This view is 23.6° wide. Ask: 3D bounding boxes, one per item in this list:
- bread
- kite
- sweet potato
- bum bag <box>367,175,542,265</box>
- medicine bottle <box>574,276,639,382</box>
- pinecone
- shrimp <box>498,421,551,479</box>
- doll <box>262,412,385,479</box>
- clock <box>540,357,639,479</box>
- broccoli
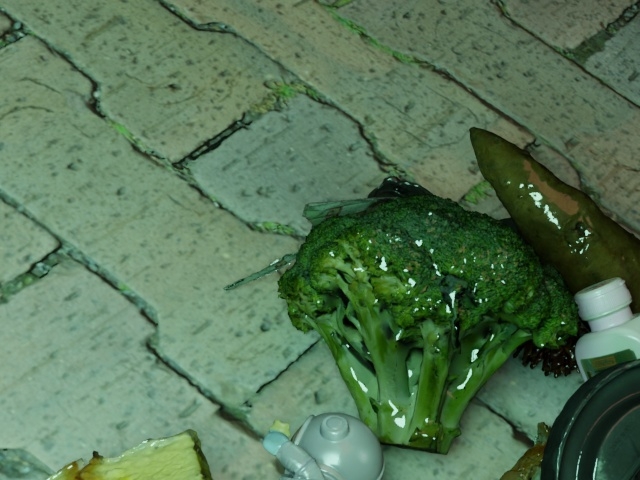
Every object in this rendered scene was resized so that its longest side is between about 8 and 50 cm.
[{"bbox_3d":[-0.215,0.246,1.385,0.240,0.135,0.178,-22,53,-5],"label":"bread"},{"bbox_3d":[0.001,0.001,1.748,0.250,0.229,0.012,-26,66,2],"label":"kite"},{"bbox_3d":[0.329,0.022,1.874,0.422,0.130,0.130,45,43,-8],"label":"sweet potato"},{"bbox_3d":[0.185,0.000,1.915,0.326,0.079,0.142,13,48,-18],"label":"bum bag"},{"bbox_3d":[0.360,0.154,1.768,0.078,0.115,0.219,-23,91,-38],"label":"medicine bottle"},{"bbox_3d":[0.274,0.115,1.844,0.109,0.102,0.102,50,40,-16],"label":"pinecone"},{"bbox_3d":[0.244,0.271,1.710,0.091,0.043,0.184,23,44,1],"label":"shrimp"},{"bbox_3d":[-0.011,0.275,1.511,0.151,0.151,0.287,28,40,0],"label":"doll"},{"bbox_3d":[0.370,0.264,1.666,0.281,0.055,0.280,2,83,-18],"label":"clock"},{"bbox_3d":[0.116,0.089,1.680,0.304,0.321,0.283,14,78,-36],"label":"broccoli"}]
